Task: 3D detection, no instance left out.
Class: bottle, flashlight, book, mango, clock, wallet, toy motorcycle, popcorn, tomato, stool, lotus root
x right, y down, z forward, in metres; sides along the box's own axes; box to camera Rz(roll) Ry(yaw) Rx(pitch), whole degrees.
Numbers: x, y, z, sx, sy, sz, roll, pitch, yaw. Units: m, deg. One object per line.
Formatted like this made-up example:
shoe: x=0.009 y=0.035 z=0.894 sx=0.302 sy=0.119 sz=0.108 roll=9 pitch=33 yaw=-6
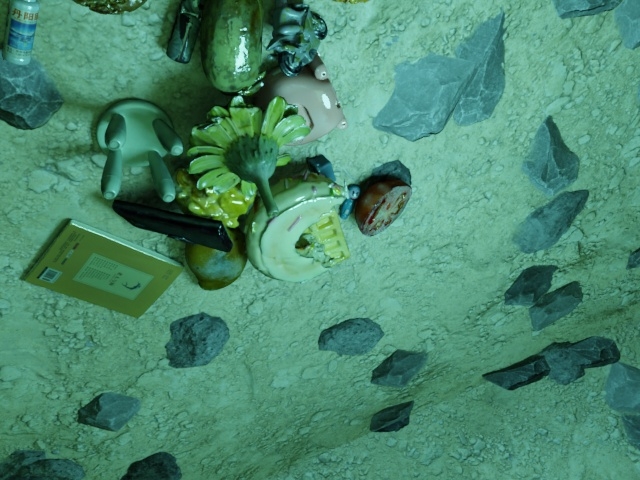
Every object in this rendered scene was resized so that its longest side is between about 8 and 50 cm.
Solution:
bottle: x=-0.630 y=-0.481 z=1.208 sx=0.060 sy=0.060 sz=0.217 roll=8 pitch=126 yaw=-29
flashlight: x=0.096 y=-0.124 z=1.871 sx=0.051 sy=0.051 sz=0.129 roll=-1 pitch=135 yaw=-24
book: x=-0.651 y=0.100 z=1.749 sx=0.269 sy=0.032 sz=0.389 roll=-44 pitch=133 yaw=19
mango: x=-0.324 y=0.057 z=1.780 sx=0.193 sy=0.146 sz=0.316 roll=0 pitch=138 yaw=-13
clock: x=-0.068 y=-0.351 z=1.525 sx=0.241 sy=0.142 sz=0.227 roll=-24 pitch=135 yaw=3
wallet: x=-0.403 y=-0.038 z=1.580 sx=0.318 sy=0.045 sz=0.172 roll=13 pitch=160 yaw=9
toy motorcycle: x=-0.066 y=-0.505 z=1.375 sx=0.073 sy=0.225 sz=0.152 roll=-12 pitch=129 yaw=46
popcorn: x=-0.300 y=-0.133 z=1.593 sx=0.254 sy=0.191 sz=0.190 roll=22 pitch=155 yaw=-32
tomato: x=0.196 y=-0.118 z=1.872 sx=0.225 sy=0.085 sz=0.224 roll=-34 pitch=150 yaw=-23
stool: x=-0.454 y=-0.224 z=1.424 sx=0.196 sy=0.198 sz=0.195 roll=2 pitch=127 yaw=-25
lotus root: x=-0.197 y=-0.487 z=1.319 sx=0.173 sy=0.173 sz=0.309 roll=-4 pitch=126 yaw=-21

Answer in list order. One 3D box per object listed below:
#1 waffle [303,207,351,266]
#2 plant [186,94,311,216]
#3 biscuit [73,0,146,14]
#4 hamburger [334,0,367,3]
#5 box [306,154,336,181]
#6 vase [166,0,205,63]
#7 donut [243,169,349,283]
waffle: x=0.000 y=0.000 z=1.930 sx=0.168 sy=0.057 sz=0.274 roll=-24 pitch=135 yaw=-3
plant: x=-0.190 y=-0.208 z=1.386 sx=0.261 sy=0.297 sz=0.306 roll=36 pitch=122 yaw=-19
biscuit: x=-0.450 y=-0.585 z=1.207 sx=0.226 sy=0.042 sz=0.225 roll=-12 pitch=134 yaw=-13
hamburger: x=0.077 y=-0.682 z=1.205 sx=0.330 sy=0.250 sz=0.329 roll=-12 pitch=134 yaw=-13
box: x=0.006 y=-0.209 z=1.736 sx=0.054 sy=0.074 sz=0.099 roll=-30 pitch=137 yaw=-11
vase: x=-0.302 y=-0.518 z=1.320 sx=0.060 sy=0.059 sz=0.211 roll=7 pitch=126 yaw=-29
donut: x=-0.084 y=-0.033 z=1.700 sx=0.308 sy=0.150 sz=0.370 roll=-11 pitch=135 yaw=-22
